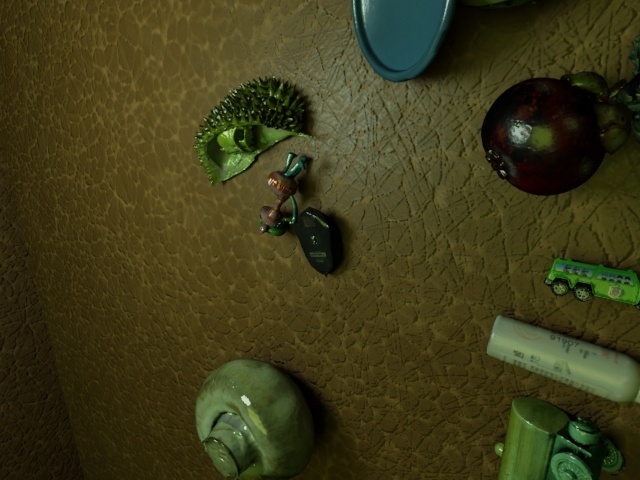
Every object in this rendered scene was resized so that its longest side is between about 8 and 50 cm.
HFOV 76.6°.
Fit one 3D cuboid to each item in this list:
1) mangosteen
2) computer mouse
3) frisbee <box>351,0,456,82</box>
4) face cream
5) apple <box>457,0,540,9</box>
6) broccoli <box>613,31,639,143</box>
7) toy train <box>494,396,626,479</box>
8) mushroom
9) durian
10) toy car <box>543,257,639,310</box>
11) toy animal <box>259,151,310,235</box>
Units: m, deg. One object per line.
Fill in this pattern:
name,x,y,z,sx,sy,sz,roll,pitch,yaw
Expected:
mangosteen,0.343,-0.163,0.593,0.200,0.200,0.200,10,108,32
computer mouse,0.000,0.000,0.936,0.099,0.057,0.172,-1,114,32
frisbee,0.137,-0.416,0.673,0.289,0.049,0.289,163,90,-70
face cream,0.430,0.206,0.685,0.269,0.082,0.082,15,111,29
apple,0.275,-0.434,0.568,0.188,0.174,0.207,9,92,29
broccoli,0.481,-0.177,0.432,0.247,0.243,0.263,-16,95,-4
toy train,0.423,0.438,0.748,0.189,0.126,0.307,-148,55,-60
mushroom,-0.180,0.485,1.063,0.352,0.260,0.352,13,116,30
durian,-0.181,-0.269,0.974,0.355,0.157,0.169,-16,129,36
toy car,0.449,0.070,0.643,0.165,0.071,0.062,13,96,31
toy animal,-0.080,-0.098,0.938,0.103,0.100,0.208,35,116,20
